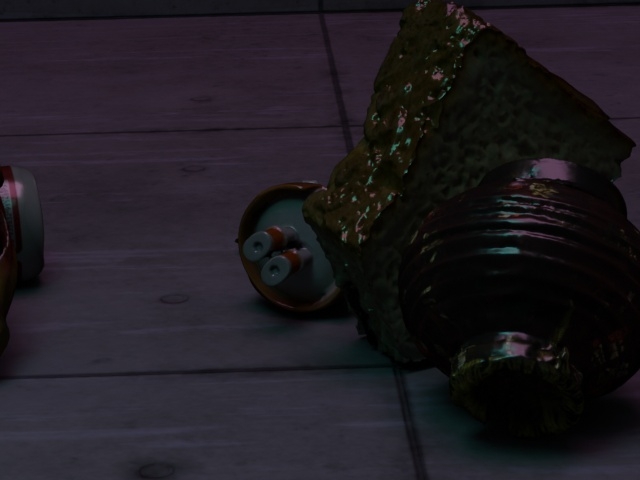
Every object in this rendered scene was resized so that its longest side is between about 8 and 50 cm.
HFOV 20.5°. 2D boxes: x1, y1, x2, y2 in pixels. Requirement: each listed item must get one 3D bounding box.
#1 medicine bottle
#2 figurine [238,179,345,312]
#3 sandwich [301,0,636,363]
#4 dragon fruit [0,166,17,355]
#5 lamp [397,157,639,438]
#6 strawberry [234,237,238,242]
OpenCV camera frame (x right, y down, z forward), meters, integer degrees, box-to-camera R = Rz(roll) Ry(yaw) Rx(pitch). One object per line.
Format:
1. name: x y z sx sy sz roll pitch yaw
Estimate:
1. medicine bottle: -0.432 -0.009 1.933 0.250 0.131 0.131 -5 18 -14
2. figurine: 0.006 -0.004 1.886 0.143 0.143 0.271 11 22 35
3. sandwich: 0.130 -0.035 1.728 0.262 0.325 0.131 30 -5 -37
4. dragon fruit: -0.404 0.009 1.722 0.243 0.307 0.227 -13 -31 32
5. lamp: 0.185 0.054 1.548 0.247 0.247 0.247 -1 17 0
6. strawberry: -0.025 -0.012 2.059 0.152 0.048 0.104 -10 22 -18
